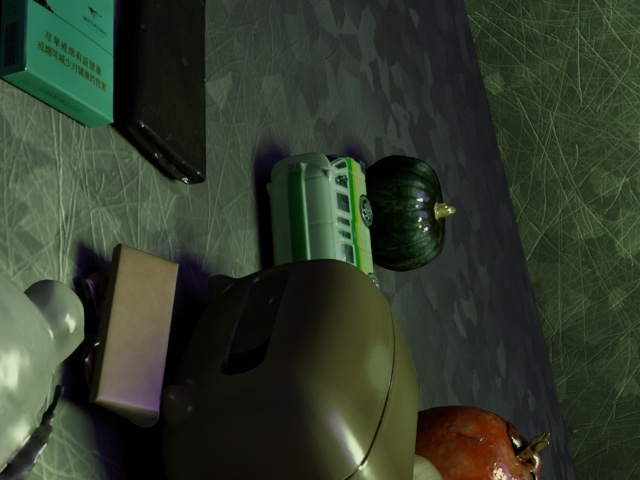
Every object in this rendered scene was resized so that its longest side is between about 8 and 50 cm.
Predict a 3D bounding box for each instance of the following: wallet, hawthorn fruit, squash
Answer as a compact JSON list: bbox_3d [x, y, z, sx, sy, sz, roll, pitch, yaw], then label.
[{"bbox_3d":[-0.201,-0.243,1.438,0.170,0.044,0.321,45,36,-55],"label":"wallet"},{"bbox_3d":[0.271,0.408,1.932,0.276,0.307,0.276,37,40,-39],"label":"hawthorn fruit"},{"bbox_3d":[0.151,-0.051,2.019,0.218,0.172,0.218,-3,94,-52],"label":"squash"}]

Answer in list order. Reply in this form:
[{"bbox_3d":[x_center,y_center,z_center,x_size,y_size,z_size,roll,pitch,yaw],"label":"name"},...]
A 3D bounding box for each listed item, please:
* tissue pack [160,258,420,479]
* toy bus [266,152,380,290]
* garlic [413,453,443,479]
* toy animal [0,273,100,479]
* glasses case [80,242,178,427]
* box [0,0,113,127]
[{"bbox_3d":[-0.032,0.193,1.315,0.387,0.267,0.277,-75,143,-59],"label":"tissue pack"},{"bbox_3d":[0.000,0.000,1.680,0.165,0.133,0.276,26,55,-63],"label":"toy bus"},{"bbox_3d":[0.125,0.407,1.747,0.191,0.160,0.214,58,31,-70],"label":"garlic"},{"bbox_3d":[-0.346,0.033,0.790,0.357,0.194,0.258,58,39,-25],"label":"toy animal"},{"bbox_3d":[-0.225,0.103,1.199,0.102,0.070,0.193,22,57,-32],"label":"glasses case"},{"bbox_3d":[-0.291,-0.260,1.226,0.162,0.041,0.229,31,52,-62],"label":"box"}]
